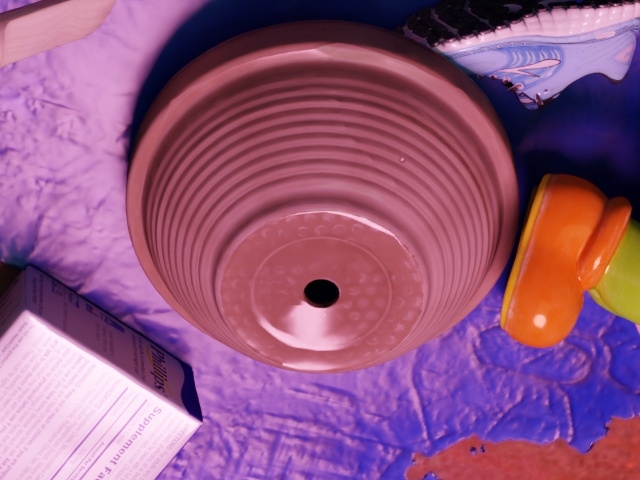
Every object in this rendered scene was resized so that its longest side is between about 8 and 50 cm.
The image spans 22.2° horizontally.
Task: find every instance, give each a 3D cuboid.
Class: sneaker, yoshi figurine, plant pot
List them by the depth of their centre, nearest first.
[{"bbox_3d":[0.000,0.000,0.956,0.237,0.110,0.237,1,126,1],"label":"plant pot"},{"bbox_3d":[0.286,0.081,0.979,0.362,0.203,0.203,13,139,7],"label":"yoshi figurine"},{"bbox_3d":[0.118,-0.107,0.985,0.162,0.063,0.073,-8,118,-6],"label":"sneaker"}]

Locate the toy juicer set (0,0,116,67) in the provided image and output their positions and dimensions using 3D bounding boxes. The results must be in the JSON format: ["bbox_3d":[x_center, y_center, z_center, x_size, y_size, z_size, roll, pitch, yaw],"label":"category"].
[{"bbox_3d":[-0.263,-0.032,0.883,0.089,0.209,0.329,40,102,11],"label":"toy juicer set"}]

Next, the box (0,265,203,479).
[{"bbox_3d":[-0.166,0.109,1.024,0.137,0.072,0.126,36,103,-21],"label":"box"}]
